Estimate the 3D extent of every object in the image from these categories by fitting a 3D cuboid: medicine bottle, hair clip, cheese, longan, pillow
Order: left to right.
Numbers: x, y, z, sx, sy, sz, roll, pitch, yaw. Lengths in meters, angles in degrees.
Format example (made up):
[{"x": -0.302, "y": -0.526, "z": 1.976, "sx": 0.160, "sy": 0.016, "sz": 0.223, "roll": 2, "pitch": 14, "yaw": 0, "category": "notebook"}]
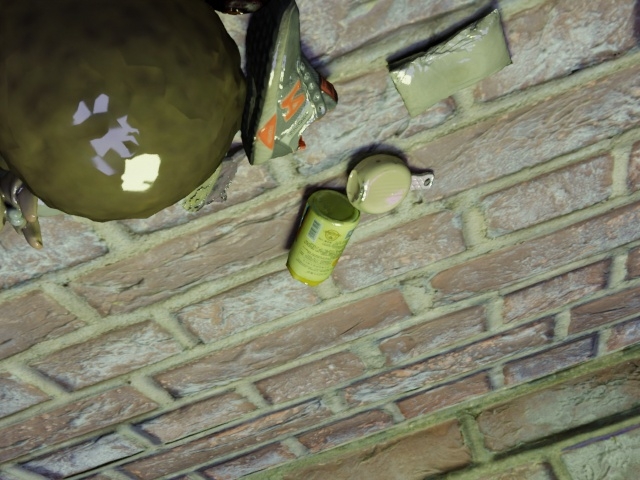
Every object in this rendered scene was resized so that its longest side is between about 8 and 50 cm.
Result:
[{"x": -0.297, "y": -0.208, "z": 0.878, "sx": 0.391, "sy": 0.391, "sz": 0.391, "roll": -10, "pitch": 141, "yaw": -8, "category": "longan"}, {"x": -0.217, "y": -0.132, "z": 1.235, "sx": 0.146, "sy": 0.056, "sz": 0.187, "roll": -27, "pitch": 145, "yaw": -49, "category": "hair clip"}, {"x": 0.000, "y": 0.000, "z": 1.442, "sx": 0.124, "sy": 0.124, "sz": 0.239, "roll": 3, "pitch": 138, "yaw": -22, "category": "medicine bottle"}, {"x": 0.164, "y": -0.127, "z": 1.380, "sx": 0.227, "sy": 0.064, "sz": 0.137, "roll": -7, "pitch": 126, "yaw": -31, "category": "cheese"}, {"x": 0.252, "y": -0.333, "z": 1.191, "sx": 0.230, "sy": 0.050, "sz": 0.148, "roll": -25, "pitch": 147, "yaw": 11, "category": "pillow"}]

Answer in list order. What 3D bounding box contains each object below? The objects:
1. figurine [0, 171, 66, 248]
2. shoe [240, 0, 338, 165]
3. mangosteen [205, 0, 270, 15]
[{"x": -0.598, "y": -0.082, "z": 1.090, "sx": 0.381, "sy": 0.203, "sz": 0.248, "roll": -10, "pitch": 149, "yaw": -26, "category": "figurine"}, {"x": -0.042, "y": -0.273, "z": 1.102, "sx": 0.171, "sy": 0.132, "sz": 0.336, "roll": -7, "pitch": 142, "yaw": -20, "category": "shoe"}, {"x": -0.126, "y": -0.412, "z": 0.916, "sx": 0.137, "sy": 0.137, "sz": 0.151, "roll": 2, "pitch": 104, "yaw": -21, "category": "mangosteen"}]
